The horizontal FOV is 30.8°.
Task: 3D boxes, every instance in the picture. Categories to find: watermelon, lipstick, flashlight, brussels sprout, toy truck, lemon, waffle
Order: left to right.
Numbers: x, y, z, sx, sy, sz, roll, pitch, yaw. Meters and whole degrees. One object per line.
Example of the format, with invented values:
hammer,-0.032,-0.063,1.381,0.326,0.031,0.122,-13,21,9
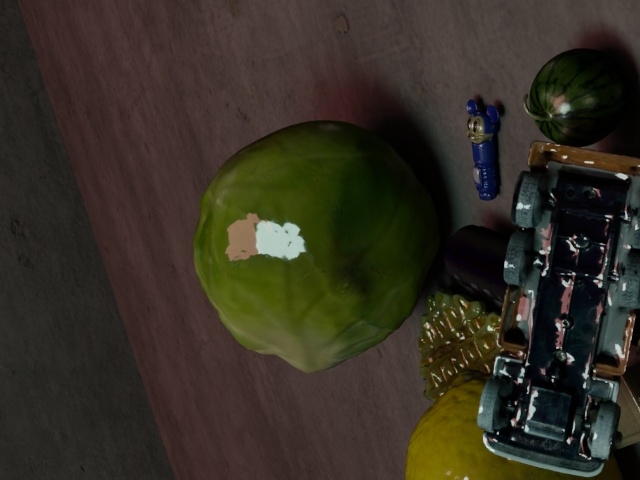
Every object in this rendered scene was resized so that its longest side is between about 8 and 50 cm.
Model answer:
brussels sprout,0.000,0.000,1.516,0.268,0.344,0.344,-84,1,-48
waffle,0.200,0.166,1.514,0.208,0.054,0.214,33,136,49
flashlight,0.190,-0.104,1.370,0.057,0.035,0.121,27,130,52
lemon,0.224,0.288,1.351,0.267,0.267,0.267,40,141,44
lipstick,0.262,0.053,1.302,0.299,0.081,0.081,23,128,48
toy truck,0.250,0.062,1.141,0.136,0.162,0.305,12,99,19
watermelon,0.254,-0.138,1.156,0.109,0.109,0.109,40,141,44

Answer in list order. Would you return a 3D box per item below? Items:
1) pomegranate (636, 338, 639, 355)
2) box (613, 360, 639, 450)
pomegranate,0.356,0.044,1.007,0.180,0.180,0.210,57,132,22
box,0.341,0.184,1.292,0.079,0.035,0.083,64,151,10
